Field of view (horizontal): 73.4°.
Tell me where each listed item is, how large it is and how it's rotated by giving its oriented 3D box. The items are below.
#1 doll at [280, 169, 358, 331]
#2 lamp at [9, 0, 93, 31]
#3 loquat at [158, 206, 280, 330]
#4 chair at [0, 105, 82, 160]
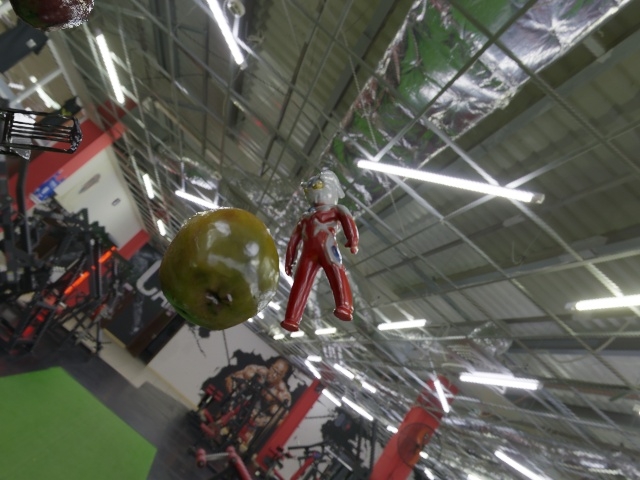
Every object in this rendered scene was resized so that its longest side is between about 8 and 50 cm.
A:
[{"bbox_3d":[0.000,0.000,0.917,0.189,0.383,0.099,-20,-41,28],"label":"doll"},{"bbox_3d":[-0.561,-0.512,0.890,0.157,0.157,0.134,11,-53,49],"label":"lamp"},{"bbox_3d":[-0.170,0.039,0.762,0.213,0.214,0.246,48,13,-21],"label":"loquat"},{"bbox_3d":[-0.560,-0.204,0.830,0.213,0.084,0.101,7,-5,-11],"label":"chair"}]
